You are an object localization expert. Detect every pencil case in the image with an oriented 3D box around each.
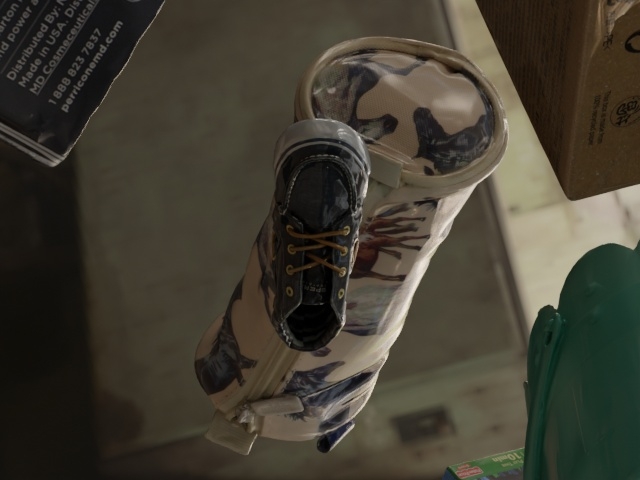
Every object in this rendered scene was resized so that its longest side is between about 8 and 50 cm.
[{"bbox_3d":[0.015,0.011,1.494,0.410,0.160,0.183,114,-4,-51],"label":"pencil case"}]

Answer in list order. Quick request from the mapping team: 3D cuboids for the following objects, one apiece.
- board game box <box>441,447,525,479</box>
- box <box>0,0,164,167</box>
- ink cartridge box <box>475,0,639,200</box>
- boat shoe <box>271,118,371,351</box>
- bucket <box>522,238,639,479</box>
[{"bbox_3d":[0.220,0.251,1.530,0.211,0.160,0.039,47,-48,38],"label":"board game box"},{"bbox_3d":[-0.386,-0.342,1.327,0.472,0.297,0.480,29,3,-42],"label":"box"},{"bbox_3d":[0.129,-0.166,0.873,0.235,0.088,0.193,86,-12,-56],"label":"ink cartridge box"},{"bbox_3d":[0.000,0.000,1.235,0.183,0.065,0.083,93,-2,-58],"label":"boat shoe"},{"bbox_3d":[0.243,0.137,1.012,0.183,0.281,0.281,-79,155,-54],"label":"bucket"}]
